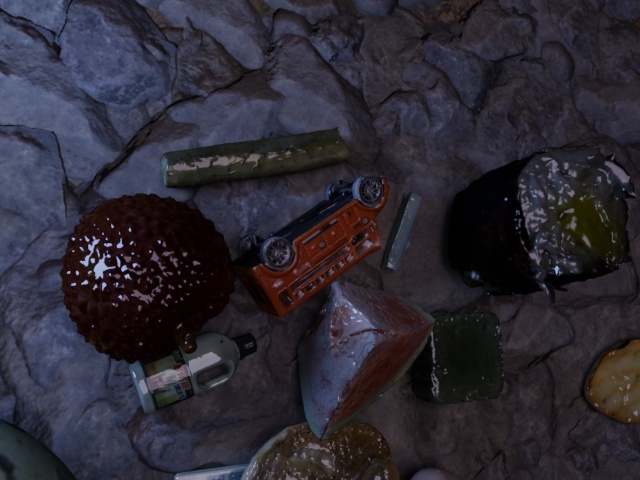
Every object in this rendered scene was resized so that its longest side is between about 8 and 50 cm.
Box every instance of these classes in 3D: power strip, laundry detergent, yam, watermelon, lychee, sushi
[{"bbox_3d":[-0.174,0.450,1.127,0.192,0.035,0.081,0,85,-20],"label":"power strip"},{"bbox_3d":[-0.221,0.223,1.121,0.226,0.070,0.099,-19,82,-22],"label":"laundry detergent"},{"bbox_3d":[-0.117,-0.157,1.207,0.372,0.083,0.083,-13,88,-21],"label":"yam"},{"bbox_3d":[0.080,0.207,1.147,0.310,0.193,0.231,-32,130,-4],"label":"watermelon"},{"bbox_3d":[-0.281,0.060,1.022,0.276,0.275,0.304,-27,68,-21],"label":"lychee"},{"bbox_3d":[0.435,-0.028,1.276,0.300,0.294,0.281,-14,88,-21],"label":"sushi"}]

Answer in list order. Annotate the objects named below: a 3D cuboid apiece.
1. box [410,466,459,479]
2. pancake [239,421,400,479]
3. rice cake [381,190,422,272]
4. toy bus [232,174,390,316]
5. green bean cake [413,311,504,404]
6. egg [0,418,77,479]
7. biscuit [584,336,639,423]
[{"bbox_3d":[0.216,0.545,1.213,0.146,0.088,0.200,26,70,-48],"label":"box"},{"bbox_3d":[-0.001,0.513,1.145,0.387,0.082,0.386,4,83,-32],"label":"pancake"},{"bbox_3d":[0.174,-0.018,1.318,0.042,0.030,0.180,25,76,-19],"label":"rice cake"},{"bbox_3d":[0.000,0.000,1.198,0.329,0.143,0.153,-36,106,-22],"label":"toy bus"},{"bbox_3d":[0.284,0.239,1.292,0.185,0.094,0.183,-1,83,-21],"label":"green bean cake"},{"bbox_3d":[-0.515,0.410,0.844,0.428,0.345,0.345,33,73,-29],"label":"egg"},{"bbox_3d":[0.726,0.333,1.475,0.260,0.041,0.202,-9,89,-20],"label":"biscuit"}]
